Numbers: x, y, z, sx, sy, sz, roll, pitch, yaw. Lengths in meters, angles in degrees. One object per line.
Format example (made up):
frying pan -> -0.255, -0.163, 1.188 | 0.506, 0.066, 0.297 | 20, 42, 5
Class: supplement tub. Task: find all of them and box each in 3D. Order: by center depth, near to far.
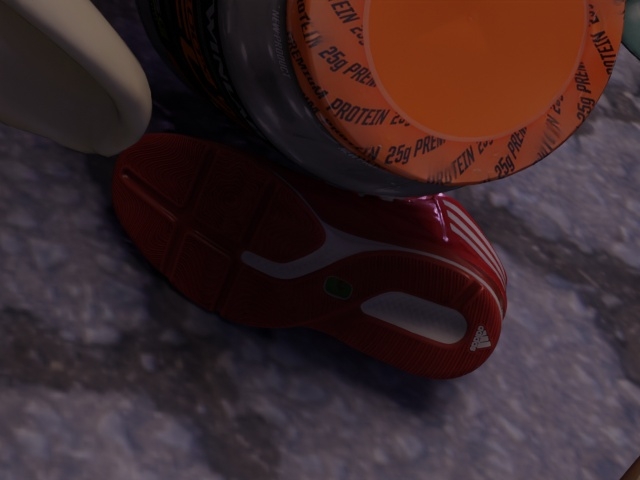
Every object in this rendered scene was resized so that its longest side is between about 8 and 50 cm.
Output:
supplement tub -> 0.019, -0.134, 0.838 | 0.193, 0.193, 0.316 | 12, 9, -19

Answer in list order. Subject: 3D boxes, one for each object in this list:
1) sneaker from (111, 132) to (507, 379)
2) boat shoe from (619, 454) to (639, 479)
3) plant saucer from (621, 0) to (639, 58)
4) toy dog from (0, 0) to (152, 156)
sneaker -> 0.000, 0.000, 0.879 | 0.221, 0.087, 0.128 | 29, 18, 6
boat shoe -> 0.281, 0.126, 0.845 | 0.342, 0.123, 0.123 | -6, 46, -45
plant saucer -> 0.290, -0.163, 1.281 | 0.119, 0.021, 0.119 | 17, 38, -14
toy dog -> -0.191, -0.290, 0.690 | 0.395, 0.284, 0.408 | 43, 57, -40
